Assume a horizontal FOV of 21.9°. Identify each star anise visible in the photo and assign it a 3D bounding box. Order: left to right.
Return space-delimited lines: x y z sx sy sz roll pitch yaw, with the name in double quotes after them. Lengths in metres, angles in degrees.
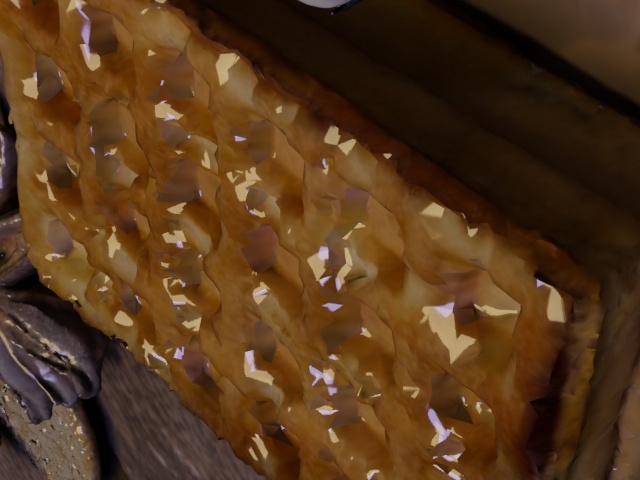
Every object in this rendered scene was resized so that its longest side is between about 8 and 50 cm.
-0.163 0.005 0.879 0.182 0.065 0.195 64 153 0 "star anise"

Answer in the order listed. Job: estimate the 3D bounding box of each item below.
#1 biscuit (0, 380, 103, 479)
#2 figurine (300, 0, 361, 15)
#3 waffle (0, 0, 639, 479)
-0.177 0.093 1.011 0.152 0.020 0.152 40 147 32 "biscuit"
0.048 -0.135 0.422 0.138 0.110 0.245 49 152 -3 "figurine"
0.001 0.000 0.615 0.308 0.091 0.213 37 144 33 "waffle"
